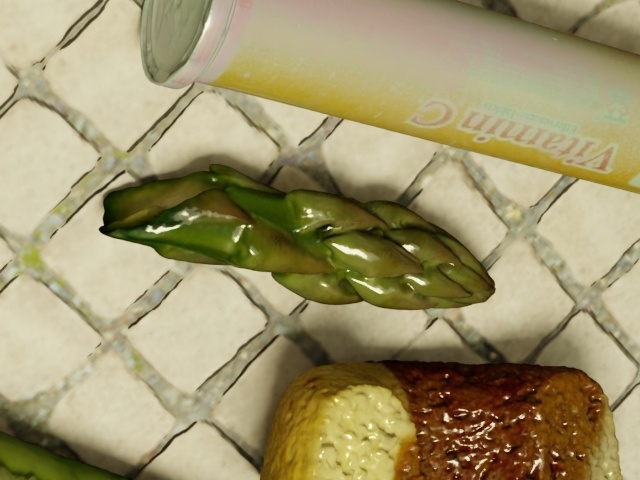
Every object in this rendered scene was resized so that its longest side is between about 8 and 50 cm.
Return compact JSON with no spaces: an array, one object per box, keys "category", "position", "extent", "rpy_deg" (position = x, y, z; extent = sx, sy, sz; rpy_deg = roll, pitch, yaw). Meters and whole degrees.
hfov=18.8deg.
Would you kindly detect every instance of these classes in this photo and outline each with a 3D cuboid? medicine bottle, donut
[{"category":"medicine bottle","position":[0.098,-0.101,1.238],"extent":[0.426,0.108,0.108],"rpy_deg":[13,104,-28]},{"category":"donut","position":[0.062,0.134,1.295],"extent":[0.295,0.151,0.112],"rpy_deg":[2,95,-36]}]

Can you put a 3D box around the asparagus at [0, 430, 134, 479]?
[{"category":"asparagus","position":[-0.145,0.203,1.243],"extent":[0.382,0.108,0.128],"rpy_deg":[25,135,-30]}]

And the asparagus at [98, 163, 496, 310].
[{"category":"asparagus","position":[0.000,0.000,1.249],"extent":[0.287,0.080,0.080],"rpy_deg":[16,102,-28]}]
